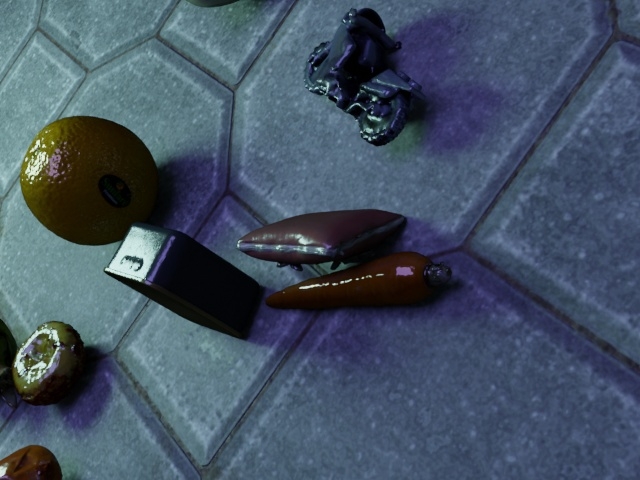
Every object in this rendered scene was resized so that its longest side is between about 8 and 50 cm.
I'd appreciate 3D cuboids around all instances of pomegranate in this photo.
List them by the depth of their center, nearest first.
[{"bbox_3d":[-0.586,0.215,1.727,0.131,0.152,0.191,-38,43,-24],"label":"pomegranate"}]

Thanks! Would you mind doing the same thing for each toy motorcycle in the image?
[{"bbox_3d":[0.067,-0.246,1.425,0.159,0.106,0.270,-56,39,11],"label":"toy motorcycle"}]

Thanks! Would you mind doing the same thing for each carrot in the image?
[{"bbox_3d":[0.037,0.060,1.311,0.336,0.069,0.069,-10,61,42],"label":"carrot"}]

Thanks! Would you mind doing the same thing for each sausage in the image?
[{"bbox_3d":[-0.496,0.439,1.533,0.133,0.133,0.258,30,90,46],"label":"sausage"}]

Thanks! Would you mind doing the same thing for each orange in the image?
[{"bbox_3d":[-0.387,-0.100,1.661,0.236,0.236,0.236,-21,55,33],"label":"orange"}]

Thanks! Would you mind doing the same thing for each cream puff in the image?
[{"bbox_3d":[-0.447,0.209,1.647,0.149,0.084,0.149,-19,54,28],"label":"cream puff"}]

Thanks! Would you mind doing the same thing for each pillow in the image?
[{"bbox_3d":[0.000,0.000,1.326,0.179,0.171,0.075,-1,102,40],"label":"pillow"}]

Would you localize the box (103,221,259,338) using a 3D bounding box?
[{"bbox_3d":[-0.196,0.056,1.425,0.144,0.201,0.090,11,71,46],"label":"box"}]

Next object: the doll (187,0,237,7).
[{"bbox_3d":[-0.223,-0.553,1.775,0.370,0.226,0.215,31,125,42],"label":"doll"}]
